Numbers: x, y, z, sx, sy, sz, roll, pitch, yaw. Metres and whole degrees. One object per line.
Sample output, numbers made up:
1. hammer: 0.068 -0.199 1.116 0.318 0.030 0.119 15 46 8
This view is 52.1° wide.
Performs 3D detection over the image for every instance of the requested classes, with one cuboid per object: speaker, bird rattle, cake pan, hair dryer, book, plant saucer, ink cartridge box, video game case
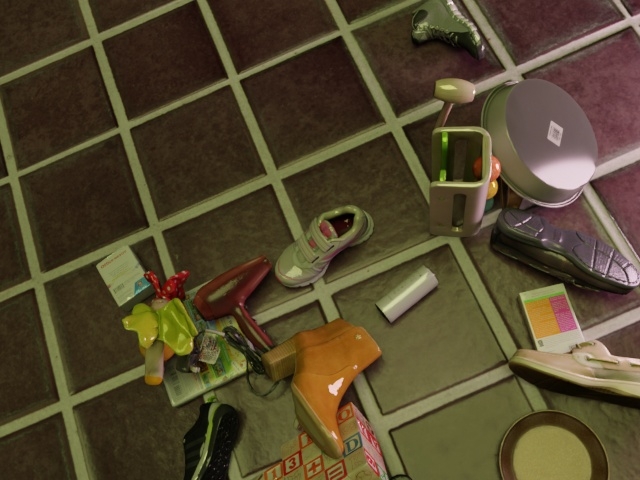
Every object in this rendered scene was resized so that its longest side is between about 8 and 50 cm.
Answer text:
1. speaker: 0.181 0.113 1.382 0.136 0.055 0.055 -38 69 -6
2. bird rattle: -0.341 0.179 1.352 0.143 0.253 0.207 4 105 -18
3. cake pan: 0.469 -0.214 1.372 0.293 0.054 0.293 9 69 -24
4. hair dryer: -0.168 0.168 1.399 0.223 0.080 0.294 13 78 -2
5. book: 0.470 0.167 1.327 0.096 0.035 0.144 -14 70 3
6. plant saucer: 0.438 0.423 1.237 0.198 0.036 0.199 -3 69 9
7. ink cartridge box: -0.442 0.085 1.498 0.088 0.052 0.122 -35 70 -4
8. video game case: -0.265 0.218 1.435 0.206 0.026 0.227 -26 67 0

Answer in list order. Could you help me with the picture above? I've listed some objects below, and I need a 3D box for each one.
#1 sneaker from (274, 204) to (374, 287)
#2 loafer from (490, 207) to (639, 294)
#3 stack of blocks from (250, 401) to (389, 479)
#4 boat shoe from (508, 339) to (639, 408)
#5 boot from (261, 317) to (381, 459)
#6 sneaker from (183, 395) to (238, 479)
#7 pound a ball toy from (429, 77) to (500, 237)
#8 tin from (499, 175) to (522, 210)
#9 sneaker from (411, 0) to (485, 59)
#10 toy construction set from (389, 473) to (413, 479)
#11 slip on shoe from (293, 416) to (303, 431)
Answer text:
1. sneaker: 0.000 0.000 1.423 0.252 0.111 0.103 -40 69 -6
2. loafer: 0.497 0.034 1.353 0.302 0.095 0.109 28 47 12
3. stack of blocks: -0.027 0.457 1.224 0.297 0.087 0.171 -34 24 7
4. boat shoe: 0.515 0.244 1.255 0.302 0.109 0.098 11 68 7
5. boot: 0.035 0.264 1.265 0.211 0.104 0.295 -22 40 -21
6. sneaker: -0.240 0.438 1.337 0.097 0.084 0.235 6 68 37
7. pound a ball toy: 0.291 -0.156 1.319 0.135 0.319 0.208 3 70 10
8. tin: 0.411 -0.153 1.415 0.040 0.106 0.190 2 71 2
9. sneaker: 0.292 -0.491 1.577 0.132 0.086 0.229 -28 58 4
10. toy construction set: 0.171 0.565 1.122 0.257 0.237 0.309 3 71 10
11. slip on shoe: -0.022 0.324 1.345 0.041 0.051 0.135 17 74 39
